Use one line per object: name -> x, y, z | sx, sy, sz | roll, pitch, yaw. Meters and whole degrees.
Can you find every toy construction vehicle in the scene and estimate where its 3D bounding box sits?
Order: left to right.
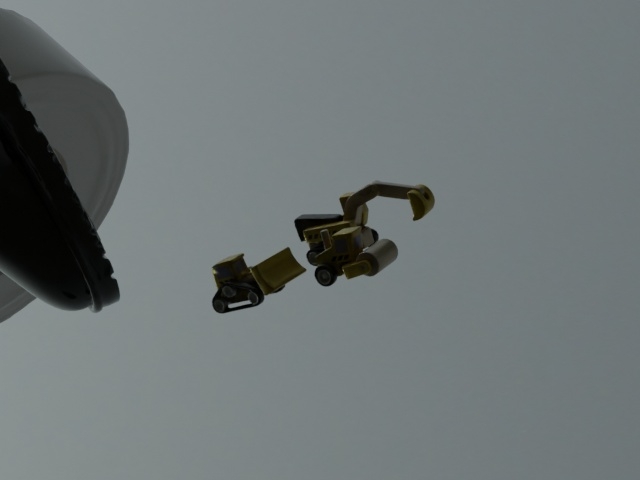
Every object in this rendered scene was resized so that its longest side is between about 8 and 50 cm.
toy construction vehicle -> 0.000, 0.000, 0.687 | 0.098, 0.086, 0.035 | -13, -79, 37

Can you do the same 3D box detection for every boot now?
boot -> -0.248, -0.019, 0.740 | 0.207, 0.246, 0.094 | -31, -147, -10

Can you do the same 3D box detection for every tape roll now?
tape roll -> -0.295, -0.044, 1.104 | 0.100, 0.286, 0.286 | 41, -75, 22
